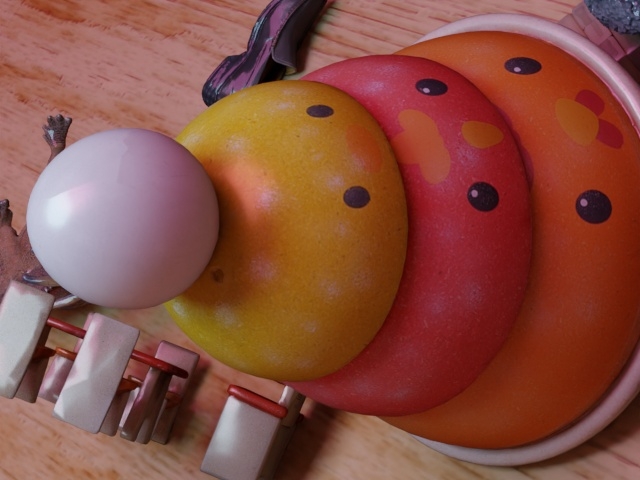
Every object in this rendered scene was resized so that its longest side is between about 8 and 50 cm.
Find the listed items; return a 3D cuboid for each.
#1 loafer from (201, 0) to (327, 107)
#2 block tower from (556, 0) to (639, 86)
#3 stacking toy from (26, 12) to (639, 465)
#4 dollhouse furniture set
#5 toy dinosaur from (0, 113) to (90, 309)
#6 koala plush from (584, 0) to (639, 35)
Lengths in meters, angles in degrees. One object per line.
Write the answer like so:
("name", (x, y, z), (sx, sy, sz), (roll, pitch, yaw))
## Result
("loafer", (-0.043, -0.186, 1.927), (0.061, 0.062, 0.170), (40, 96, 29))
("block tower", (0.279, -0.174, 1.567), (0.335, 0.091, 0.097), (-39, 41, 14))
("stacking toy", (0.000, 0.000, 1.348), (0.351, 0.480, 0.350), (0, 90, 43))
("dollhouse furniture set", (-0.141, 0.107, 1.652), (0.259, 0.262, 0.135), (21, 85, 10))
("toy dinosaur", (-0.261, 0.020, 1.885), (0.296, 0.127, 0.200), (-39, 39, 39))
("koala plush", (0.308, -0.240, 1.401), (0.221, 0.203, 0.196), (23, 84, 27))
